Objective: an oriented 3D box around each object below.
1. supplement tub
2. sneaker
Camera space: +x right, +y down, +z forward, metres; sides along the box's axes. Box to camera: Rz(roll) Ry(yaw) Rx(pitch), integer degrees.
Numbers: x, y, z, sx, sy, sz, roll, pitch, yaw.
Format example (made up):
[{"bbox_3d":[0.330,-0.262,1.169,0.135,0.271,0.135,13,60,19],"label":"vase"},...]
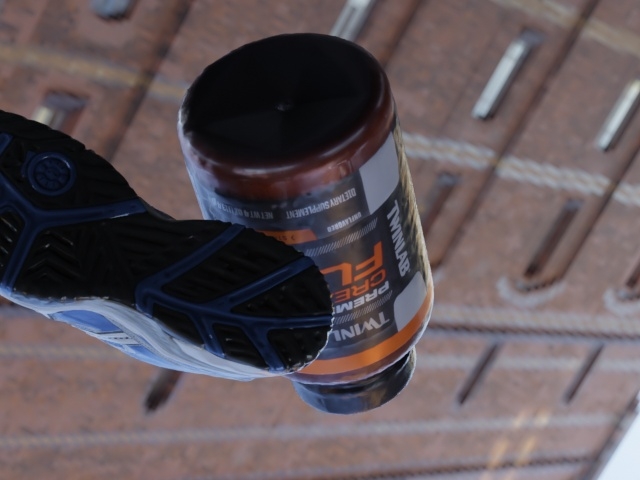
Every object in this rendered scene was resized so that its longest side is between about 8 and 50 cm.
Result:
[{"bbox_3d":[0.000,0.000,0.887,0.106,0.106,0.198,42,158,41],"label":"supplement tub"},{"bbox_3d":[-0.101,0.012,0.787,0.211,0.080,0.081,28,157,-6],"label":"sneaker"}]
